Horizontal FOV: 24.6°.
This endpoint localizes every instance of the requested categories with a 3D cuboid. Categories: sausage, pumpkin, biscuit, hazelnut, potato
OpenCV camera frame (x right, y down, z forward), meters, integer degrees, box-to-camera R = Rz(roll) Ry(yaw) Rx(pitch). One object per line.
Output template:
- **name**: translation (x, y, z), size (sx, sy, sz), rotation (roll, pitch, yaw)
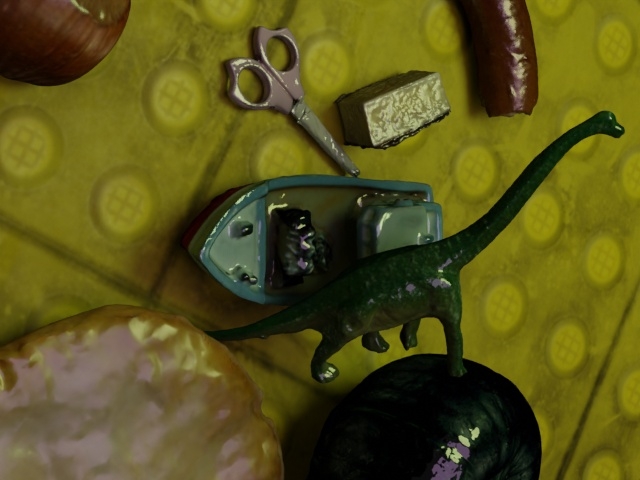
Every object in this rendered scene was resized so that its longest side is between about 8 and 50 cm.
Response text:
- **sausage**: translation (0.195, -0.291, 1.762), size (0.103, 0.076, 0.302), rotation (-33, 112, -28)
- **pumpkin**: translation (0.102, 0.279, 1.665), size (0.315, 0.238, 0.315), rotation (-30, 127, -49)
- **biscuit**: translation (-0.240, 0.275, 1.506), size (0.446, 0.104, 0.429), rotation (-33, 112, -23)
- **hazelnut**: translation (-0.267, -0.217, 1.426), size (0.150, 0.150, 0.150), rotation (-4, 96, -34)
- **potato**: translation (0.085, -0.153, 1.699), size (0.122, 0.086, 0.061), rotation (-26, 111, -23)

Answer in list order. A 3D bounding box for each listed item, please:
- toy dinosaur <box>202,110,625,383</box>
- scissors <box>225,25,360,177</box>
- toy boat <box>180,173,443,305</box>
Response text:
- **toy dinosaur**: translation (0.084, 0.010, 1.523), size (0.446, 0.087, 0.301), rotation (-3, 126, -9)
- **scissors**: translation (-0.022, -0.146, 1.663), size (0.212, 0.021, 0.110), rotation (48, 65, -27)
- **toy boat**: translation (0.000, 0.000, 1.625), size (0.331, 0.133, 0.145), rotation (-4, 98, -33)
